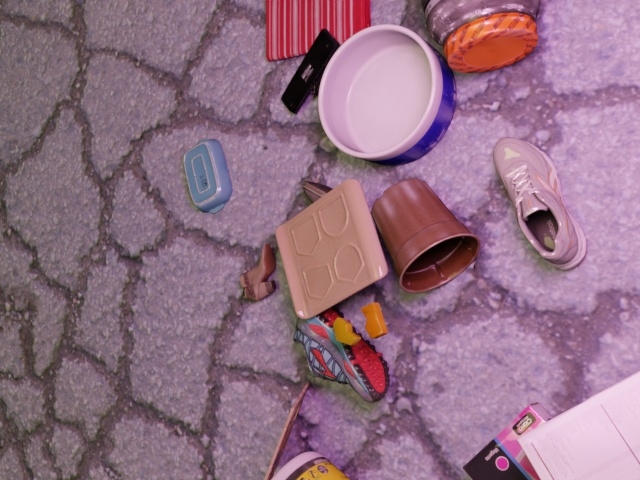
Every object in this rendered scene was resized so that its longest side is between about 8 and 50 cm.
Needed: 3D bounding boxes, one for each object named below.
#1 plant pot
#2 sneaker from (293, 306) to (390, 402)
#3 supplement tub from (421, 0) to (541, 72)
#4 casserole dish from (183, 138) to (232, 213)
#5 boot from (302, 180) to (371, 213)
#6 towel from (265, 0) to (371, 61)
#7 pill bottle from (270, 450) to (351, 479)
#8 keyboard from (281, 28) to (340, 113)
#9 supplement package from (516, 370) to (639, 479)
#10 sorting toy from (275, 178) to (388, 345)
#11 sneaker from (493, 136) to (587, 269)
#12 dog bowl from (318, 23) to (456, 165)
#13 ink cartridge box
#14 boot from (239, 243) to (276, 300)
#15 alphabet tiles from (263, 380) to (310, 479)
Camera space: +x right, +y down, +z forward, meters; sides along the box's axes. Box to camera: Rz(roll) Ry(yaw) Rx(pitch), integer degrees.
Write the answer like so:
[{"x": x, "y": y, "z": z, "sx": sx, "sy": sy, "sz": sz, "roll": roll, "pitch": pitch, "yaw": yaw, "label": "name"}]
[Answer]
[{"x": 0.184, "y": -0.016, "z": 1.459, "sx": 0.167, "sy": 0.167, "sz": 0.165, "roll": -44, "pitch": 56, "yaw": 22, "label": "plant pot"}, {"x": 0.038, "y": 0.240, "z": 1.569, "sx": 0.262, "sy": 0.104, "sz": 0.125, "roll": 49, "pitch": 121, "yaw": 37, "label": "sneaker"}, {"x": 0.276, "y": -0.493, "z": 1.417, "sx": 0.207, "sy": 0.207, "sz": 0.338, "roll": -17, "pitch": 75, "yaw": 31, "label": "supplement tub"}, {"x": -0.273, "y": -0.155, "z": 1.847, "sx": 0.114, "sy": 0.037, "sz": 0.188, "roll": -25, "pitch": 72, "yaw": 30, "label": "casserole dish"}, {"x": -0.002, "y": -0.001, "z": 1.635, "sx": 0.189, "sy": 0.076, "sz": 0.208, "roll": 36, "pitch": 111, "yaw": 34, "label": "boot"}, {"x": -0.008, "y": -0.511, "z": 1.716, "sx": 0.274, "sy": 0.031, "sz": 0.199, "roll": -3, "pitch": 85, "yaw": 35, "label": "towel"}, {"x": 0.049, "y": 0.566, "z": 1.455, "sx": 0.334, "sy": 0.188, "sz": 0.188, "roll": 35, "pitch": 104, "yaw": 31, "label": "pill bottle"}, {"x": -0.012, "y": -0.355, "z": 1.697, "sx": 0.192, "sy": 0.038, "sz": 0.100, "roll": -55, "pitch": 47, "yaw": 29, "label": "keyboard"}, {"x": 0.448, "y": 0.314, "z": 1.205, "sx": 0.244, "sy": 0.134, "sz": 0.139, "roll": -30, "pitch": 65, "yaw": 5, "label": "supplement package"}, {"x": 0.033, "y": 0.063, "z": 1.518, "sx": 0.229, "sy": 0.041, "sz": 0.307, "roll": -31, "pitch": 65, "yaw": 35, "label": "sorting toy"}, {"x": 0.371, "y": -0.076, "z": 1.355, "sx": 0.099, "sy": 0.121, "sz": 0.262, "roll": -35, "pitch": 66, "yaw": 25, "label": "sneaker"}, {"x": 0.131, "y": -0.284, "z": 1.551, "sx": 0.265, "sy": 0.104, "sz": 0.265, "roll": -5, "pitch": 81, "yaw": 34, "label": "dog bowl"}, {"x": 0.422, "y": 0.467, "z": 1.296, "sx": 0.176, "sy": 0.069, "sz": 0.371, "roll": -50, "pitch": 63, "yaw": 18, "label": "ink cartridge box"}, {"x": -0.141, "y": 0.074, "z": 1.729, "sx": 0.087, "sy": 0.042, "sz": 0.118, "roll": -14, "pitch": 76, "yaw": 34, "label": "boot"}, {"x": -0.079, "y": 0.415, "z": 1.563, "sx": 0.009, "sy": 0.198, "sz": 0.237, "roll": 21, "pitch": 97, "yaw": 5, "label": "alphabet tiles"}]
